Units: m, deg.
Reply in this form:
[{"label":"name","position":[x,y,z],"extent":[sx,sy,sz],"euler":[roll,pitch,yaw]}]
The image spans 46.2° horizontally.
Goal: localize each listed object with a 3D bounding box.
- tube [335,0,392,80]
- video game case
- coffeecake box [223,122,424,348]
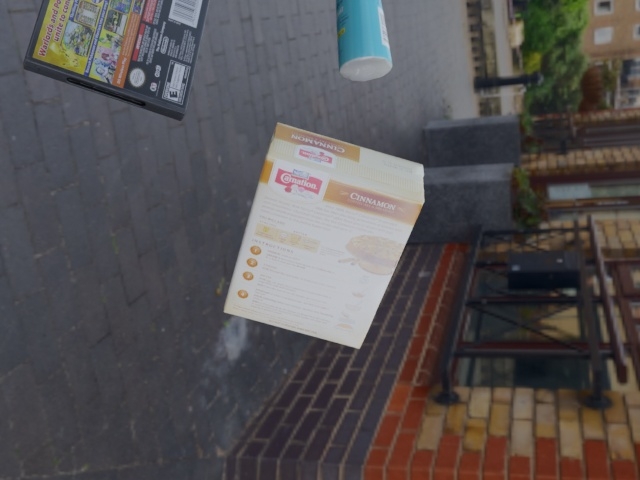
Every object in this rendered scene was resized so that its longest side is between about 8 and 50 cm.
[{"label":"tube","position":[0.036,-0.265,0.756],"extent":[0.080,0.052,0.207],"euler":[128,-41,-71]},{"label":"video game case","position":[-0.314,-0.352,1.205],"extent":[0.035,0.248,0.274],"euler":[-33,-135,58]},{"label":"coffeecake box","position":[0.000,0.000,0.711],"extent":[0.068,0.142,0.185],"euler":[-81,-171,-54]}]
